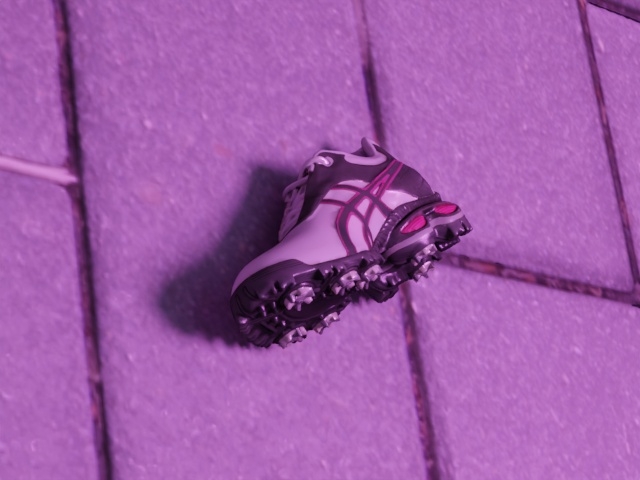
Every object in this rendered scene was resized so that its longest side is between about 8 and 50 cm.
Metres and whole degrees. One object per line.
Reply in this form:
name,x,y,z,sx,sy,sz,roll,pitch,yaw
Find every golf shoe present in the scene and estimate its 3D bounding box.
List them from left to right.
golf shoe,0.000,0.000,1.518,0.120,0.105,0.273,52,33,11
